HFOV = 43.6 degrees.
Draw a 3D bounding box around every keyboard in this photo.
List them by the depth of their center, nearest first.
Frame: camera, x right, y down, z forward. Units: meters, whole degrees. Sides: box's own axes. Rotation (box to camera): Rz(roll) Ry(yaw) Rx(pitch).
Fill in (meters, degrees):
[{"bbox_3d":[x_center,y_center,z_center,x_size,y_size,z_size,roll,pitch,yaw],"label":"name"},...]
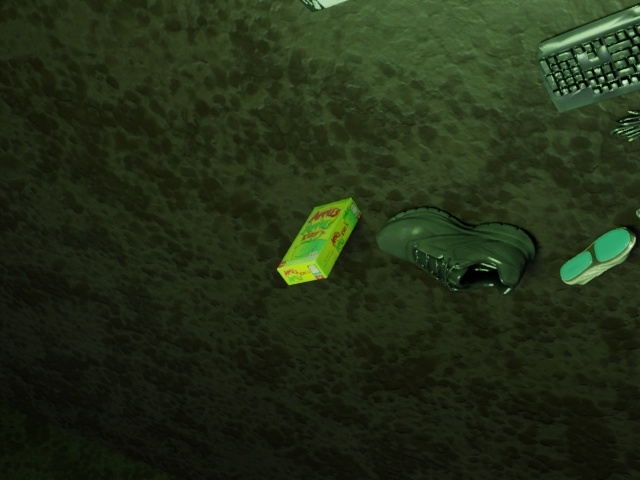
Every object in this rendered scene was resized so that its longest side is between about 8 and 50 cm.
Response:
[{"bbox_3d":[0.472,-0.235,1.098,0.317,0.033,0.201,-14,123,40],"label":"keyboard"}]

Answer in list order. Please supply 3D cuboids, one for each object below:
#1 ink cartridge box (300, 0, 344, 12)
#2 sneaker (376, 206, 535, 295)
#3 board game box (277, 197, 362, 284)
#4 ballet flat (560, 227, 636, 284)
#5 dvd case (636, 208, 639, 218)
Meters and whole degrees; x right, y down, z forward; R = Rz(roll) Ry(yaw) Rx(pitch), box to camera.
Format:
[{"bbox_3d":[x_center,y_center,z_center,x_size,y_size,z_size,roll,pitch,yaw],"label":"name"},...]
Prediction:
[{"bbox_3d":[-0.037,-0.413,1.136,0.097,0.046,0.207,-6,152,41],"label":"ink cartridge box"},{"bbox_3d":[0.228,0.024,1.424,0.287,0.130,0.109,8,136,25],"label":"sneaker"},{"bbox_3d":[0.000,0.000,1.489,0.092,0.181,0.043,-13,123,38],"label":"board game box"},{"bbox_3d":[0.478,0.027,1.353,0.052,0.057,0.168,14,149,-25],"label":"ballet flat"},{"bbox_3d":[0.572,-0.039,1.250,0.087,0.013,0.119,43,139,-15],"label":"dvd case"}]
